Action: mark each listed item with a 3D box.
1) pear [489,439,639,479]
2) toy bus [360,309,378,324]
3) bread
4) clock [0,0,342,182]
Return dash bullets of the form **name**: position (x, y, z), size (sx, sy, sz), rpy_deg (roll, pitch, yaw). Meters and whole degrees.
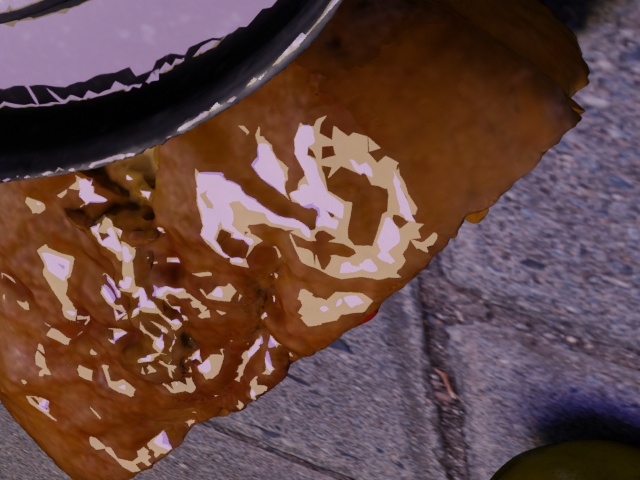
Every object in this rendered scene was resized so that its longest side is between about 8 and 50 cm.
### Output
- **pear**: position (0.185, 0.228, 1.085), size (0.198, 0.198, 0.198), rpy_deg (23, 156, 11)
- **toy bus**: position (0.000, 0.000, 0.957), size (0.089, 0.081, 0.195), rpy_deg (13, 153, 9)
- **bread**: position (-0.049, -0.041, 0.732), size (0.179, 0.194, 0.340), rpy_deg (46, 130, -8)
- **clock**: position (-0.143, -0.197, 0.503), size (0.386, 0.076, 0.386), rpy_deg (7, 126, 9)
